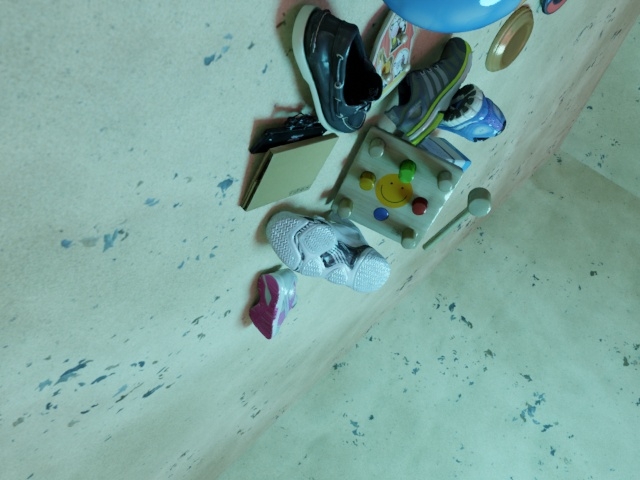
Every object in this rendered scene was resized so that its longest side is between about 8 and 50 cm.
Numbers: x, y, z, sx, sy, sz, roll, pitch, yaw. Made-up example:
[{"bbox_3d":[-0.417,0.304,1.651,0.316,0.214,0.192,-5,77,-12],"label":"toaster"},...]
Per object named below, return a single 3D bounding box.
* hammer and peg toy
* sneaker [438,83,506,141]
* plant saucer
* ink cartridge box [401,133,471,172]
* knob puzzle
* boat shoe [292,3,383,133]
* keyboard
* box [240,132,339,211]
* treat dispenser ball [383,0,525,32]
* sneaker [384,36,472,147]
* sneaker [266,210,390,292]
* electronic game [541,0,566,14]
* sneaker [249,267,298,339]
[{"bbox_3d":[0.231,-0.097,1.280,0.266,0.361,0.127,-62,-177,32],"label":"hammer and peg toy"},{"bbox_3d":[0.357,-0.302,1.262,0.130,0.147,0.330,-54,-167,14],"label":"sneaker"},{"bbox_3d":[0.571,-0.592,1.515,0.200,0.037,0.200,-40,157,-21],"label":"plant saucer"},{"bbox_3d":[0.284,-0.188,1.492,0.223,0.129,0.307,-51,160,27],"label":"ink cartridge box"},{"bbox_3d":[0.154,-0.385,1.037,0.213,0.030,0.213,-47,153,-33],"label":"knob puzzle"},{"bbox_3d":[0.056,-0.286,0.921,0.127,0.113,0.340,-68,159,-15],"label":"boat shoe"},{"bbox_3d":[-0.053,-0.217,0.988,0.100,0.038,0.192,-36,172,39],"label":"keyboard"},{"bbox_3d":[-0.061,-0.144,1.057,0.201,0.021,0.164,-25,157,-45],"label":"box"},{"bbox_3d":[0.198,-0.450,0.721,0.288,0.288,0.288,-40,156,-21],"label":"treat dispenser ball"},{"bbox_3d":[0.256,-0.371,1.190,0.300,0.121,0.111,-62,-166,-18],"label":"sneaker"},{"bbox_3d":[0.000,0.000,1.301,0.366,0.210,0.137,25,107,-32],"label":"sneaker"},{"bbox_3d":[0.730,-0.779,1.491,0.229,0.048,0.229,-40,156,-22],"label":"electronic game"},{"bbox_3d":[-0.117,0.175,1.399,0.111,0.103,0.252,-26,150,-40],"label":"sneaker"}]
